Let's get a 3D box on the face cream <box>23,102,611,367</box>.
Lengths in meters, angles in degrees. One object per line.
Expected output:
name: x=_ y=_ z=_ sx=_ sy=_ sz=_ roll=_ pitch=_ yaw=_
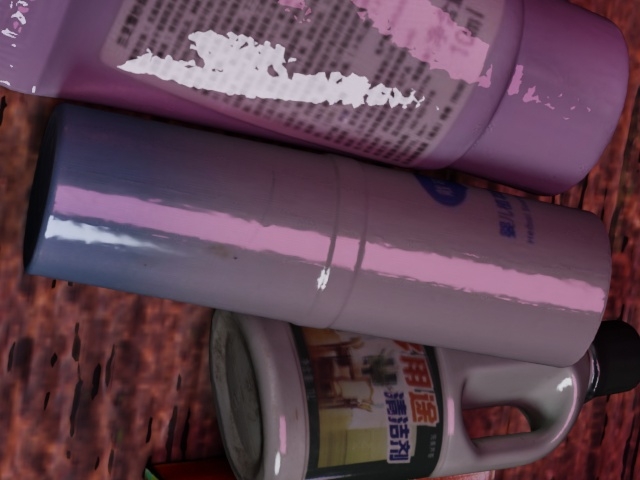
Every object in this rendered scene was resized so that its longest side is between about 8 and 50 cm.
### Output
face cream: x=0.000 y=0.000 z=0.703 sx=0.250 sy=0.077 sz=0.077 roll=10 pitch=99 yaw=-16

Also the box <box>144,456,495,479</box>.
box: x=-0.001 y=0.161 z=0.792 sx=0.175 sy=0.048 sz=0.112 roll=-4 pitch=105 yaw=-27

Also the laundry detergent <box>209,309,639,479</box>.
laundry detergent: x=0.061 y=0.066 z=0.780 sx=0.226 sy=0.070 sz=0.099 roll=-2 pitch=61 yaw=-28

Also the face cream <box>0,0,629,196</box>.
face cream: x=0.001 y=-0.098 z=0.705 sx=0.274 sy=0.096 sz=0.154 roll=18 pitch=112 yaw=-22
